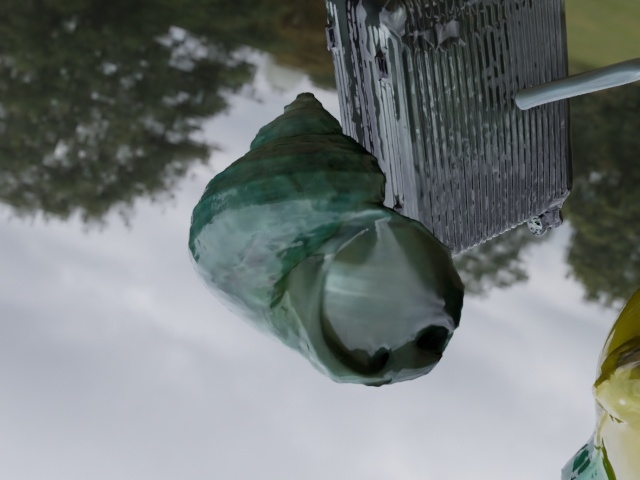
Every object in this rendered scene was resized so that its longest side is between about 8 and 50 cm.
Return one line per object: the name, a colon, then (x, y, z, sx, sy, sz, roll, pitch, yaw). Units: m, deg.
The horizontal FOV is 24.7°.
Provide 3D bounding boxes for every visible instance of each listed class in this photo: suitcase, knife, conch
suitcase: (0.121, -0.124, 1.308, 0.202, 0.312, 0.128, -24, -145, -23)
knife: (0.194, -0.102, 0.845, 0.028, 0.015, 0.210, -12, 180, -42)
conch: (-0.001, -0.003, 1.087, 0.196, 0.202, 0.134, -8, -163, -2)

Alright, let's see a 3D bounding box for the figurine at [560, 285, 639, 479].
figurine: (0.306, 0.112, 1.002, 0.340, 0.323, 0.231, 51, -160, -58)
